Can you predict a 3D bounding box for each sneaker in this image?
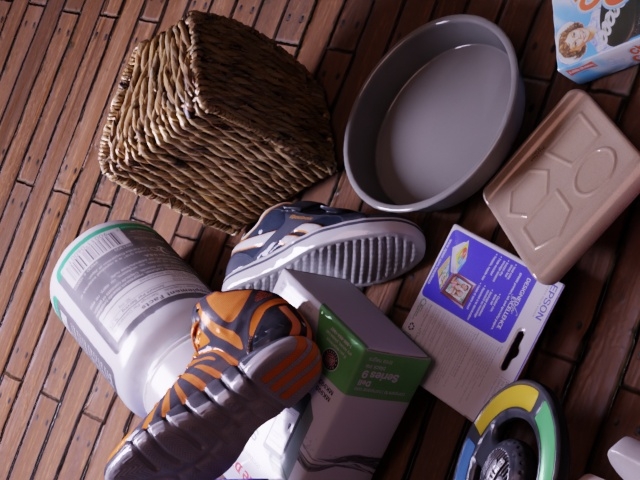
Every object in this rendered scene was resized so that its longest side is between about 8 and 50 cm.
[{"bbox_3d":[-0.148,0.187,1.808,0.321,0.124,0.180,-36,39,4],"label":"sneaker"},{"bbox_3d":[0.000,0.000,1.961,0.321,0.126,0.127,-17,49,30],"label":"sneaker"}]

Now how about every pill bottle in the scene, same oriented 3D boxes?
[{"bbox_3d":[-0.236,0.137,2.074,0.204,0.204,0.361,-57,45,10],"label":"pill bottle"}]

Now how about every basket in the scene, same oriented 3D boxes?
[{"bbox_3d":[-0.157,-0.177,2.057,0.223,0.299,0.213,-31,54,31],"label":"basket"}]

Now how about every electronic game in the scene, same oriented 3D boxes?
[{"bbox_3d":[0.210,0.268,1.600,0.229,0.048,0.229,-53,27,41],"label":"electronic game"}]

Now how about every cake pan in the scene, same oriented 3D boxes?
[{"bbox_3d":[0.158,-0.164,1.911,0.293,0.054,0.293,-24,53,35],"label":"cake pan"}]

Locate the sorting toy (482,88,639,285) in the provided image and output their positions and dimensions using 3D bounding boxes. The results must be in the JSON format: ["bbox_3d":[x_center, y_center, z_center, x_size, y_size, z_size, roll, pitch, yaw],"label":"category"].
[{"bbox_3d":[0.302,-0.066,1.741,0.193,0.038,0.208,-50,33,17],"label":"sorting toy"}]

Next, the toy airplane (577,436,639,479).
[{"bbox_3d":[0.409,0.333,1.329,0.386,0.272,0.384,64,151,23],"label":"toy airplane"}]

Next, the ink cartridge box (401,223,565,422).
[{"bbox_3d":[0.199,0.111,1.780,0.208,0.045,0.206,33,98,48],"label":"ink cartridge box"}]

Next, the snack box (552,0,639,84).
[{"bbox_3d":[0.381,-0.374,1.795,0.187,0.060,0.322,-20,61,38],"label":"snack box"}]

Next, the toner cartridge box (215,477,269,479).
[{"bbox_3d":[-0.168,0.405,1.891,0.348,0.075,0.165,-17,82,57],"label":"toner cartridge box"}]

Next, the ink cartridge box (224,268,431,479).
[{"bbox_3d":[-0.011,0.216,1.854,0.211,0.121,0.289,42,113,46],"label":"ink cartridge box"}]
